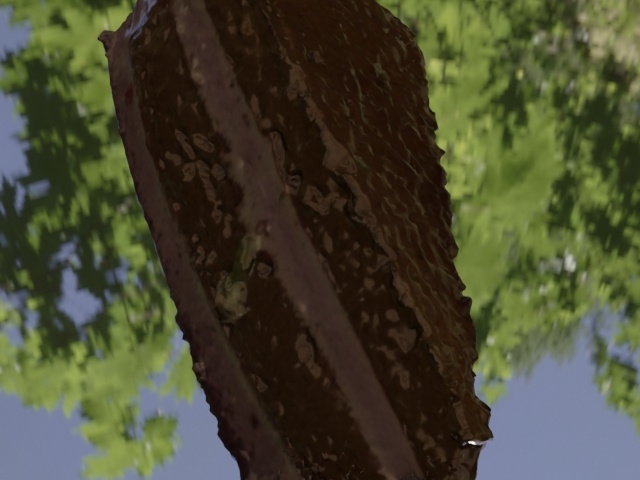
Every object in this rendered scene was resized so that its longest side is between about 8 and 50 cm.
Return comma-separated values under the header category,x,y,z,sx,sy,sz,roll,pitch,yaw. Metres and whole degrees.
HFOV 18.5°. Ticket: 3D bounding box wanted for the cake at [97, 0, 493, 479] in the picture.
category,x,y,z,sx,sy,sz,roll,pitch,yaw
cake,0.000,0.000,0.797,0.113,0.116,0.295,15,-135,-38
